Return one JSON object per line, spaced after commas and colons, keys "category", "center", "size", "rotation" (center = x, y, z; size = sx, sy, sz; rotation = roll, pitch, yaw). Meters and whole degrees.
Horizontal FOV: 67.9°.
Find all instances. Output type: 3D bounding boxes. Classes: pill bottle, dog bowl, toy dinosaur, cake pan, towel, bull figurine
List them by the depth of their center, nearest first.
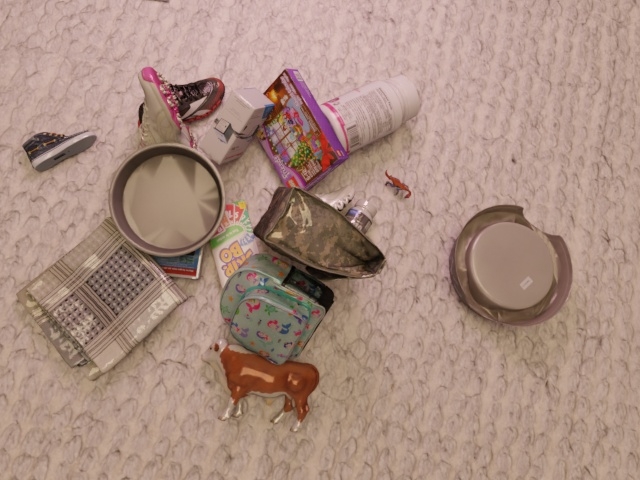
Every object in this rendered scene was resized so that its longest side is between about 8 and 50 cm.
{"category": "bull figurine", "center": [-0.161, 0.362, 1.203], "size": [0.311, 0.101, 0.188], "rotation": [12, 79, -3]}
{"category": "towel", "center": [-0.558, 0.146, 1.204], "size": [0.324, 0.056, 0.312], "rotation": [-43, 86, -7]}
{"category": "cake pan", "center": [-0.390, -0.104, 1.230], "size": [0.293, 0.054, 0.293], "rotation": [0, 90, -5]}
{"category": "pill bottle", "center": [0.099, -0.045, 1.343], "size": [0.078, 0.078, 0.137], "rotation": [34, 75, 1]}
{"category": "dog bowl", "center": [0.532, 0.076, 1.361], "size": [0.349, 0.102, 0.348], "rotation": [2, 77, -7]}
{"category": "pill bottle", "center": [0.135, -0.365, 1.379], "size": [0.283, 0.160, 0.160], "rotation": [-28, 82, -15]}
{"category": "toy dinosaur", "center": [0.228, -0.157, 1.395], "size": [0.082, 0.090, 0.047], "rotation": [33, 90, 33]}

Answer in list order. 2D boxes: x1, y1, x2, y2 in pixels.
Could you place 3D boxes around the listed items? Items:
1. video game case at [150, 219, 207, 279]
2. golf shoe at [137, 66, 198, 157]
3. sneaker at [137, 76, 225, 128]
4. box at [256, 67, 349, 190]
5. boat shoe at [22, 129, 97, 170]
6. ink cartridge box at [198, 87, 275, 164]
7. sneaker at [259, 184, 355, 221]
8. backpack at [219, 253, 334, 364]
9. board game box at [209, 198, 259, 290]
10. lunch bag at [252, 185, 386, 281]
{"category": "video game case", "center": [-0.406, -0.046, 1.283], "size": [0.204, 0.025, 0.285], "rotation": [7, 79, 0]}
{"category": "golf shoe", "center": [-0.418, -0.297, 1.230], "size": [0.140, 0.306, 0.115], "rotation": [-16, 50, -3]}
{"category": "sneaker", "center": [-0.389, -0.390, 1.330], "size": [0.276, 0.135, 0.097], "rotation": [-33, 81, -15]}
{"category": "box", "center": [-0.072, -0.294, 1.322], "size": [0.057, 0.201, 0.293], "rotation": [-20, 77, -51]}
{"category": "boat shoe", "center": [-0.712, -0.269, 1.293], "size": [0.183, 0.065, 0.083], "rotation": [-32, 84, -13]}
{"category": "ink cartridge box", "center": [-0.225, -0.311, 1.286], "size": [0.082, 0.139, 0.190], "rotation": [39, 117, 1]}
{"category": "sneaker", "center": [-0.033, -0.087, 1.316], "size": [0.292, 0.110, 0.118], "rotation": [-32, 88, -14]}
{"category": "backpack", "center": [-0.124, 0.165, 1.186], "size": [0.254, 0.225, 0.191], "rotation": [33, 32, 5]}
{"category": "board game box", "center": [-0.235, 0.024, 1.306], "size": [0.124, 0.039, 0.259], "rotation": [-16, 82, -10]}
{"category": "lunch bag", "center": [0.000, 0.000, 1.149], "size": [0.287, 0.235, 0.168], "rotation": [30, 88, -16]}
